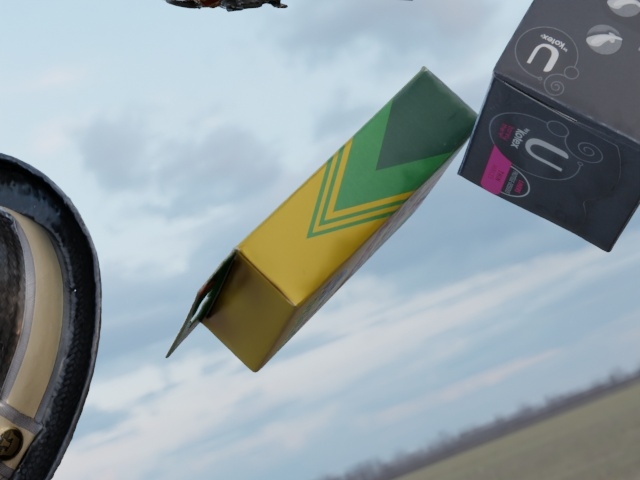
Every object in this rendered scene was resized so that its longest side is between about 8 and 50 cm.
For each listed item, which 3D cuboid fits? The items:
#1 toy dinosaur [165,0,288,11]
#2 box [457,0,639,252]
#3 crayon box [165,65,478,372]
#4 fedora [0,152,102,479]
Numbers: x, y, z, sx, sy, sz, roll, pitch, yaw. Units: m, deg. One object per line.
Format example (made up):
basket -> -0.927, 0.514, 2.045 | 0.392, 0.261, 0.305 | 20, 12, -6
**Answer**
toy dinosaur -> -0.065, -0.207, 1.037 | 0.218, 0.164, 0.322 | -15, 18, 8
box -> 0.236, -0.156, 1.211 | 0.270, 0.143, 0.165 | -58, -9, -25
crayon box -> 0.000, 0.000, 1.455 | 0.318, 0.081, 0.202 | -44, -6, -23
fedora -> -0.299, 0.073, 0.962 | 0.334, 0.334, 0.152 | -25, -35, 21
